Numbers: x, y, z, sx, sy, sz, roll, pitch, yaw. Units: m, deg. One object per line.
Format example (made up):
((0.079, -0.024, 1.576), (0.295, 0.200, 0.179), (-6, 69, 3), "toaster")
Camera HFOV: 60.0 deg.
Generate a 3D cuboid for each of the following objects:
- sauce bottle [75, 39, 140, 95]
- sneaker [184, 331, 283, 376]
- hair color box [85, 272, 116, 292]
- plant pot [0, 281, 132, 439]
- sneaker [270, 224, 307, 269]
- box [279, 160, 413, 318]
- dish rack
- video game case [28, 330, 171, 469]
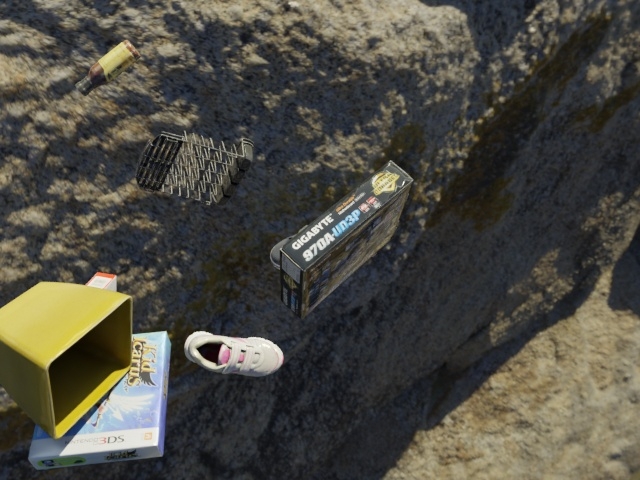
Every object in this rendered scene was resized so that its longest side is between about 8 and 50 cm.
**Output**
((-0.391, -0.314, 1.019), (0.128, 0.042, 0.042), (-39, 125, 2), "sauce bottle")
((-0.217, 0.291, 1.383), (0.252, 0.111, 0.103), (7, 86, -7), "sneaker")
((-0.548, 0.175, 1.374), (0.053, 0.093, 0.167), (9, 114, 1), "hair color box")
((-0.503, 0.201, 1.054), (0.212, 0.187, 0.212), (-50, 158, -52), "plant pot")
((0.000, 0.000, 1.595), (0.321, 0.126, 0.127), (-10, 146, 8), "sneaker")
((0.036, 0.003, 0.829), (0.220, 0.051, 0.175), (-40, 160, -21), "box")
((-0.319, -0.186, 1.399), (0.272, 0.074, 0.208), (11, 135, -32), "dish rack")
((-0.450, 0.326, 1.168), (0.244, 0.269, 0.061), (-4, 138, -7), "video game case")
